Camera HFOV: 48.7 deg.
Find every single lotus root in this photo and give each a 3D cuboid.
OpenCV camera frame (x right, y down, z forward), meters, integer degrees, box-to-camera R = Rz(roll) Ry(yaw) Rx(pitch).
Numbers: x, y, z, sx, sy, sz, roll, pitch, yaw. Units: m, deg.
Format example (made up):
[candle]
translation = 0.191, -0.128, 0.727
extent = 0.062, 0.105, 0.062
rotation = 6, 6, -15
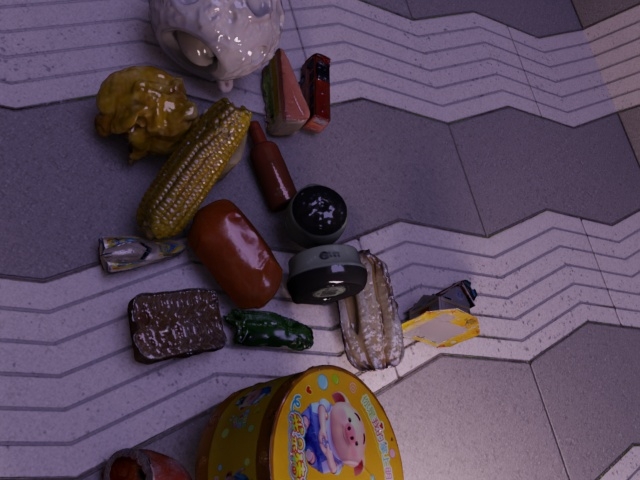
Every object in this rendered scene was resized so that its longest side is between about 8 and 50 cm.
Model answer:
[lotus root]
translation = 0.113, 0.182, 1.811
extent = 0.167, 0.078, 0.330
rotation = 1, 64, -12

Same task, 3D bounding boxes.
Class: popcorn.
[popcorn]
translation = -0.397, -0.296, 1.603
extent = 0.190, 0.253, 0.191
rotation = 61, 16, -57

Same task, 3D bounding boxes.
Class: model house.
[model house]
translation = 0.319, 0.174, 1.867
extent = 0.207, 0.219, 0.136
rotation = 20, 54, -25

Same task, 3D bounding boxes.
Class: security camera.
[security camera]
translation = 0.000, 0.000, 1.726
extent = 0.196, 0.191, 0.277
rotation = -6, 69, -10

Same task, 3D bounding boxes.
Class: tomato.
[tomato]
translation = -0.316, 0.510, 1.344
extent = 0.155, 0.180, 0.214
rotation = 22, 64, -44

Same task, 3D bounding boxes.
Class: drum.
[drum]
translation = -0.032, 0.477, 1.423
extent = 0.431, 0.214, 0.431
rotation = 28, 52, -42

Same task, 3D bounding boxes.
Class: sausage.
[sausage]
translation = -0.193, 0.033, 1.629
extent = 0.141, 0.153, 0.268
rotation = -35, 89, 1

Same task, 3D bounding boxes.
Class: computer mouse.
[computer mouse]
translation = 0.404, 0.156, 2.034
extent = 0.135, 0.047, 0.079
rotation = -25, 77, -49

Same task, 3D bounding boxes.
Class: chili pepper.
[chili pepper]
translation = -0.122, 0.211, 1.656
extent = 0.224, 0.061, 0.098
rotation = 11, 50, -26

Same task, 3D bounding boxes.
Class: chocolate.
[chocolate]
translation = -0.316, 0.185, 1.520
extent = 0.214, 0.093, 0.148
rotation = -3, 69, -35

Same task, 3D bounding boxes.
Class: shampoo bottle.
[shampoo bottle]
translation = -0.131, -0.196, 1.823
extent = 0.085, 0.085, 0.244
rotation = -13, 75, -36

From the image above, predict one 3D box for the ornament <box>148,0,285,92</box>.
[ornament]
translation = -0.251, -0.572, 1.756
extent = 0.337, 0.337, 0.337
rotation = 14, 62, -28

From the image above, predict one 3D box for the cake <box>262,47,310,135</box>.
[cake]
translation = -0.097, -0.395, 1.917
extent = 0.090, 0.109, 0.226
rotation = 4, 68, -32

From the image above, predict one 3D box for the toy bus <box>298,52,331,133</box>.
[toy bus]
translation = -0.013, -0.416, 1.992
extent = 0.073, 0.096, 0.235
rotation = 16, 62, -29

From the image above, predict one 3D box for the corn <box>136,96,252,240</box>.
[corn]
translation = -0.279, -0.155, 1.561
extent = 0.120, 0.120, 0.363
rotation = 37, 85, -14

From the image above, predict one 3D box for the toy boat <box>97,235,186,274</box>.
[toy boat]
translation = -0.392, 0.025, 1.561
extent = 0.210, 0.066, 0.084
rotation = -9, 75, -36

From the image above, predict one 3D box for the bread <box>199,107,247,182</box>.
[bread]
translation = -0.257, -0.227, 1.715
extent = 0.133, 0.141, 0.148
rotation = 8, 65, -29
